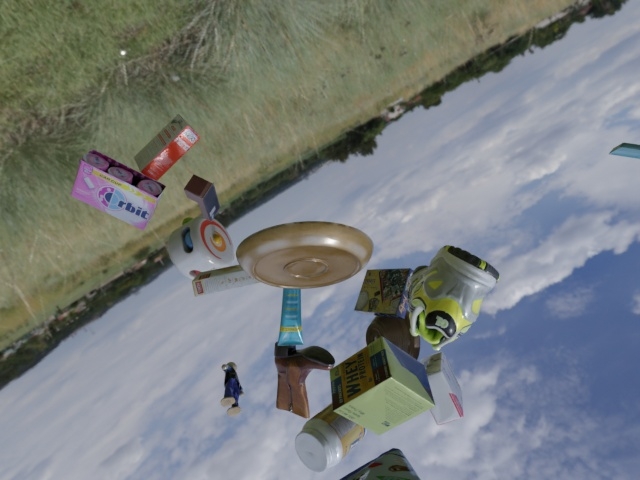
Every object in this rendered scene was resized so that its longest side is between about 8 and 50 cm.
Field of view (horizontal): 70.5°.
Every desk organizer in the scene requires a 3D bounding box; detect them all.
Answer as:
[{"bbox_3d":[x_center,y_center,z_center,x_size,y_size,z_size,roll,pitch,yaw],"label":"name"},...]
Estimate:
[{"bbox_3d":[-0.272,-0.096,1.046,0.047,0.050,0.130,-62,175,-21],"label":"desk organizer"}]

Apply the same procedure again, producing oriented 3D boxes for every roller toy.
[{"bbox_3d":[-0.382,0.024,1.484,0.146,0.209,0.191,-27,-159,22],"label":"roller toy"}]

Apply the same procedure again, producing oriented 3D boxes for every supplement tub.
[{"bbox_3d":[0.033,0.578,1.354,0.144,0.145,0.199,-24,176,40],"label":"supplement tub"}]

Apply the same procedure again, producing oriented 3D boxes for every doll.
[{"bbox_3d":[-0.258,0.412,1.309,0.046,0.129,0.189,-24,-158,0],"label":"doll"}]

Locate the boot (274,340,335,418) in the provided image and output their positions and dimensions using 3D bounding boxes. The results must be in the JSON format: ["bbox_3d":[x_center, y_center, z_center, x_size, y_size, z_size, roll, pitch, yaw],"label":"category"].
[{"bbox_3d":[-0.062,0.529,1.661,0.263,0.281,0.096,4,-169,25],"label":"boot"}]

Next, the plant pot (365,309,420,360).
[{"bbox_3d":[0.236,0.350,1.607,0.109,0.238,0.237,1,172,-28],"label":"plant pot"}]

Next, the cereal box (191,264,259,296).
[{"bbox_3d":[-0.203,0.088,1.181,0.240,0.048,0.173,-11,-176,-8],"label":"cereal box"}]

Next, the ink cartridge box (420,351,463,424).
[{"bbox_3d":[0.390,0.473,1.473,0.092,0.159,0.218,-27,174,17],"label":"ink cartridge box"}]

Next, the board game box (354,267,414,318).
[{"bbox_3d":[0.224,0.181,1.581,0.243,0.042,0.165,-8,-121,60],"label":"board game box"}]

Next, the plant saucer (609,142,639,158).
[{"bbox_3d":[0.791,-0.201,1.058,0.191,0.018,0.067,13,179,12],"label":"plant saucer"}]

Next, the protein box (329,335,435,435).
[{"bbox_3d":[0.167,0.409,1.262,0.201,0.199,0.136,-39,-149,24],"label":"protein box"}]

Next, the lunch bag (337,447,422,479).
[{"bbox_3d":[0.054,0.604,0.874,0.385,0.239,0.328,-29,168,-4],"label":"lunch bag"}]

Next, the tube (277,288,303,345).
[{"bbox_3d":[-0.090,0.225,1.393,0.080,0.207,0.052,1,-168,-3],"label":"tube"}]

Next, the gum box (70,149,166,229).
[{"bbox_3d":[-0.476,-0.119,1.059,0.107,0.188,0.062,-53,-162,32],"label":"gum box"}]

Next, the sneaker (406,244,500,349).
[{"bbox_3d":[0.220,0.134,0.893,0.147,0.145,0.385,-56,163,-14],"label":"sneaker"}]

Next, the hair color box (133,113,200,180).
[{"bbox_3d":[-0.398,-0.239,1.171,0.167,0.053,0.093,-44,-135,2],"label":"hair color box"}]

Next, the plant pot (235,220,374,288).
[{"bbox_3d":[-0.025,0.036,0.770,0.236,0.033,0.236,-4,153,-2],"label":"plant pot"}]
